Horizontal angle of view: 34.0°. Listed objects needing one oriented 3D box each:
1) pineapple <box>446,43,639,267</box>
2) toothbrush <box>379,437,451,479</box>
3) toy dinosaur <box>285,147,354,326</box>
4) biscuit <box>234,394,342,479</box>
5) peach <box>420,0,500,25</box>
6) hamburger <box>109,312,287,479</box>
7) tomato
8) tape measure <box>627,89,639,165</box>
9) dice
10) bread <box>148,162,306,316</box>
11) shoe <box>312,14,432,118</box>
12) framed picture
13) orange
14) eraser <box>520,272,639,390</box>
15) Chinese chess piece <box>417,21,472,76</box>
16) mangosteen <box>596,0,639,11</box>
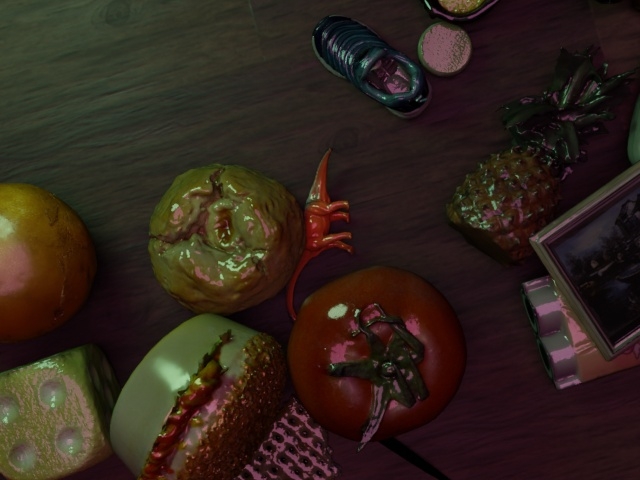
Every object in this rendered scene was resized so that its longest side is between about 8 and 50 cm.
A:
[{"bbox_3d":[0.325,-0.142,1.534,0.165,0.165,0.365,32,83,2],"label":"pineapple"},{"bbox_3d":[0.143,0.334,1.597,0.275,0.025,0.019,34,93,2],"label":"toothbrush"},{"bbox_3d":[0.001,0.000,1.588,0.101,0.055,0.280,4,92,12],"label":"toy dinosaur"},{"bbox_3d":[-0.055,0.359,1.612,0.144,0.016,0.203,41,93,2],"label":"biscuit"},{"bbox_3d":[0.221,-0.458,1.565,0.189,0.068,0.279,19,93,10],"label":"peach"},{"bbox_3d":[-0.159,0.245,1.482,0.179,0.294,0.276,31,104,17],"label":"hamburger"},{"bbox_3d":[0.077,0.160,1.496,0.255,0.224,0.256,-1,96,-10],"label":"tomato"},{"bbox_3d":[0.593,-0.186,1.518,0.258,0.130,0.265,12,92,-2],"label":"tape measure"},{"bbox_3d":[-0.391,0.256,1.549,0.166,0.169,0.170,-18,90,2],"label":"dice"},{"bbox_3d":[-0.147,0.000,1.545,0.244,0.134,0.245,-1,86,8],"label":"bread"},{"bbox_3d":[0.078,-0.265,1.554,0.207,0.106,0.091,37,91,7],"label":"shoe"},{"bbox_3d":[0.470,0.004,1.467,0.296,0.019,0.232,-36,105,2],"label":"framed picture"},{"bbox_3d":[-0.448,0.032,1.527,0.239,0.240,0.240,0,91,3],"label":"orange"},{"bbox_3d":[0.458,0.098,1.549,0.290,0.087,0.171,-18,89,2],"label":"eraser"},{"bbox_3d":[0.189,-0.289,1.584,0.084,0.034,0.084,0,90,0],"label":"Chinese chess piece"},{"bbox_3d":[0.434,-0.432,1.518,0.184,0.172,0.173,6,91,-23],"label":"mangosteen"}]
